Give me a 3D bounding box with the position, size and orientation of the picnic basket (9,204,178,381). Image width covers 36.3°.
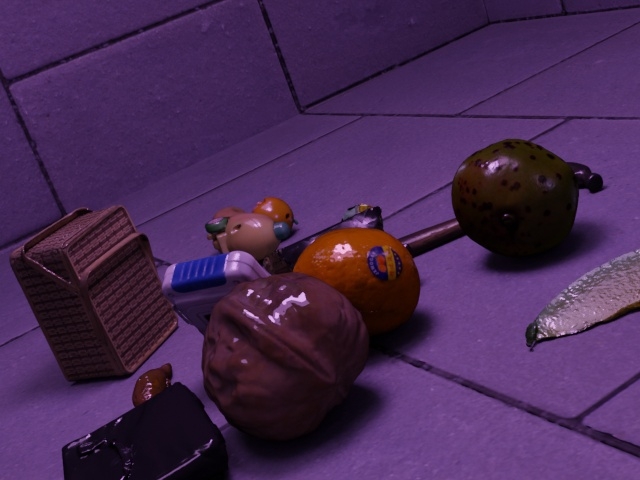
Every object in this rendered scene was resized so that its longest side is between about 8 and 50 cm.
[{"bbox_3d":[-0.450,0.101,1.982,0.175,0.312,0.228,-12,19,29],"label":"picnic basket"}]

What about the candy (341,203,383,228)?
[{"bbox_3d":[0.000,0.000,2.182,0.305,0.091,0.083,-21,27,22],"label":"candy"}]

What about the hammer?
[{"bbox_3d":[0.354,-0.061,2.015,0.440,0.044,0.168,-22,19,-7],"label":"hammer"}]

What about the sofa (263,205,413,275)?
[{"bbox_3d":[0.032,0.065,1.881,0.258,0.182,0.200,-25,1,-14],"label":"sofa"}]

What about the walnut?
[{"bbox_3d":[-0.059,0.172,1.495,0.273,0.227,0.273,-14,22,6],"label":"walnut"}]

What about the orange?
[{"bbox_3d":[0.061,0.073,1.674,0.219,0.219,0.193,-18,61,8],"label":"orange"}]

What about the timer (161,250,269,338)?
[{"bbox_3d":[-0.146,0.127,1.703,0.178,0.253,0.078,-13,47,26],"label":"timer"}]

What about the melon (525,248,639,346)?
[{"bbox_3d":[0.424,0.102,1.501,0.262,0.053,0.114,-27,37,-8],"label":"melon"}]

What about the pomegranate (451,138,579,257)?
[{"bbox_3d":[0.351,-0.082,1.817,0.231,0.230,0.286,-20,8,2],"label":"pomegranate"}]

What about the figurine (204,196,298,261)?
[{"bbox_3d":[-0.167,-0.034,2.377,0.222,0.124,0.324,-23,14,-7],"label":"figurine"}]

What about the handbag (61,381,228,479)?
[{"bbox_3d":[-0.269,0.335,1.479,0.244,0.088,0.275,-27,22,-13],"label":"handbag"}]

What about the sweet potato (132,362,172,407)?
[{"bbox_3d":[-0.301,0.258,1.768,0.068,0.068,0.226,-18,17,7],"label":"sweet potato"}]
